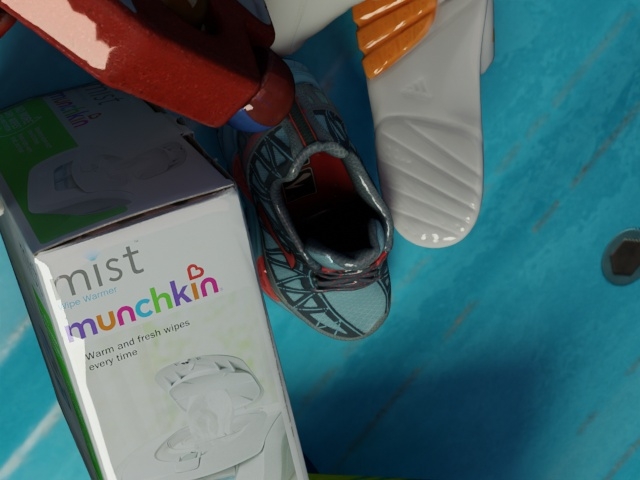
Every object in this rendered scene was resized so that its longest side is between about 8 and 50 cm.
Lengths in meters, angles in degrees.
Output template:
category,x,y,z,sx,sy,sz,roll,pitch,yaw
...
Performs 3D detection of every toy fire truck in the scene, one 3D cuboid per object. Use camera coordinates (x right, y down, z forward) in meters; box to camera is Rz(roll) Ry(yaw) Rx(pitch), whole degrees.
category,x,y,z,sx,sy,sz,roll,pitch,yaw
toy fire truck,-0.114,-0.177,0.715,0.169,0.302,0.254,-42,128,18

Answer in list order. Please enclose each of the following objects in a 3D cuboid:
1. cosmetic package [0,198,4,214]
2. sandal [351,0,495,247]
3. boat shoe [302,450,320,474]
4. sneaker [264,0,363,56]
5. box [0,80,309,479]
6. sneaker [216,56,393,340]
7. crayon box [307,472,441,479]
category,x,y,z,sx,sy,sz,roll,pitch,yaw
cosmetic package,-0.270,-0.109,0.732,0.098,0.060,0.239,-10,75,-42
sandal,0.079,-0.128,0.945,0.101,0.076,0.265,0,92,16
boat shoe,0.001,0.276,1.083,0.089,0.109,0.258,-35,103,0
sneaker,0.071,-0.220,0.850,0.297,0.111,0.129,-41,92,20
box,-0.121,0.042,0.830,0.126,0.262,0.231,-20,118,-15
sneaker,0.000,0.000,0.930,0.104,0.125,0.262,-30,133,-6
crayon box,0.015,0.290,0.993,0.318,0.081,0.202,4,105,-6
